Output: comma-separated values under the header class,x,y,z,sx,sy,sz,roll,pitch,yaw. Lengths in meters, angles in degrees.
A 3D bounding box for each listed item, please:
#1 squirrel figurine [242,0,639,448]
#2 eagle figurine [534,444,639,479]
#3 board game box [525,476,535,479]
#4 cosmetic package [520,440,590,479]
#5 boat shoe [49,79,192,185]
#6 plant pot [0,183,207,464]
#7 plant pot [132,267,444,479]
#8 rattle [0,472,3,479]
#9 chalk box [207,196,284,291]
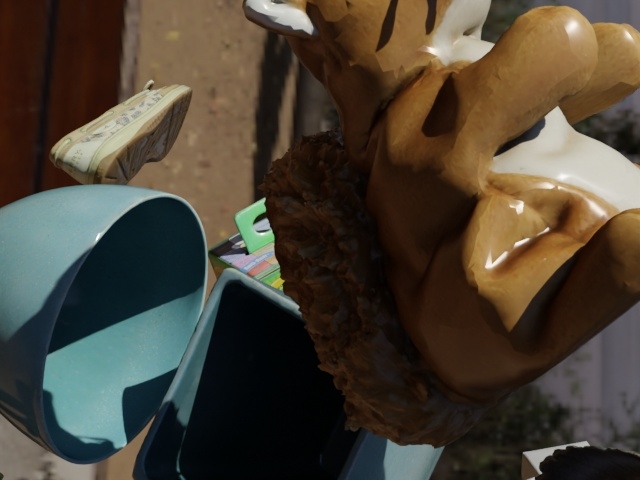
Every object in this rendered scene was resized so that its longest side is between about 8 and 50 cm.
class,x,y,z,sx,sy,sz,roll,pitch,yaw
squirrel figurine,0.073,-0.054,1.074,0.370,0.397,0.281,50,34,8
eagle figurine,0.308,0.253,1.056,0.226,0.225,0.298,62,3,-11
board game box,0.234,0.386,1.216,0.305,0.053,0.193,62,18,-3
cosmetic package,0.342,0.374,1.720,0.238,0.107,0.127,-128,-147,-62
boat shoe,-0.257,-0.153,1.807,0.285,0.089,0.104,-49,161,-61
plant pot,-0.277,0.064,1.411,0.290,0.195,0.290,-47,147,-44
plant pot,0.007,0.205,1.425,0.252,0.247,0.248,19,97,-53
rattle,-0.345,0.190,1.396,0.130,0.143,0.200,89,-9,-60
chalk box,-0.039,0.050,1.619,0.132,0.132,0.213,-29,119,-20
